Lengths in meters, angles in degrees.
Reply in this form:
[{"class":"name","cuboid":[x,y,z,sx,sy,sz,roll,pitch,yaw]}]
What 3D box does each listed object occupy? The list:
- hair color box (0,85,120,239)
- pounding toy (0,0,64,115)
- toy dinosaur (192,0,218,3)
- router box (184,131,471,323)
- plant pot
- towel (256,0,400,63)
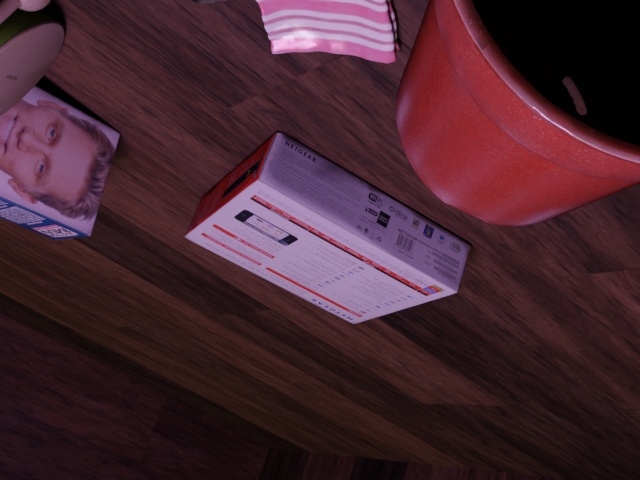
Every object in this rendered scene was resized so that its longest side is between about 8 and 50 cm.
[{"class":"hair color box","cuboid":[-0.457,-0.142,1.099,0.105,0.173,0.347,-5,157,40]},{"class":"pounding toy","cuboid":[-0.405,-0.237,0.950,0.110,0.183,0.237,43,157,-5]},{"class":"toy dinosaur","cuboid":[-0.210,-0.292,0.806,0.268,0.064,0.118,16,162,17]},{"class":"router box","cuboid":[0.000,0.000,1.222,0.336,0.082,0.301,29,154,-19]},{"class":"plant pot","cuboid":[0.184,-0.138,0.610,0.273,0.272,0.265,21,163,-3]},{"class":"towel","cuboid":[-0.006,-0.246,0.779,0.144,0.029,0.197,10,154,20]}]
